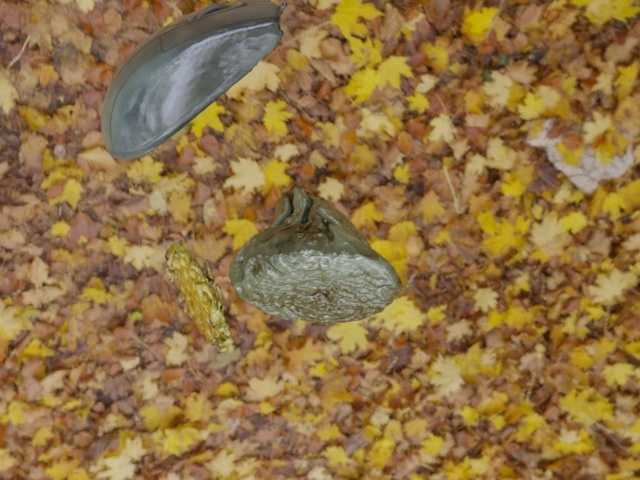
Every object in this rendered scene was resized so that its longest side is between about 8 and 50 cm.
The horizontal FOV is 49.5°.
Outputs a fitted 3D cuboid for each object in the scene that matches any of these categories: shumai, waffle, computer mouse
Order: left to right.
[{"bbox_3d":[-0.212,-0.280,1.090,0.371,0.188,0.122,-38,126,0],"label":"computer mouse"},{"bbox_3d":[-0.280,0.134,1.588,0.060,0.262,0.280,-29,93,-25],"label":"waffle"},{"bbox_3d":[0.000,0.000,1.362,0.304,0.263,0.309,-27,136,34],"label":"shumai"}]
